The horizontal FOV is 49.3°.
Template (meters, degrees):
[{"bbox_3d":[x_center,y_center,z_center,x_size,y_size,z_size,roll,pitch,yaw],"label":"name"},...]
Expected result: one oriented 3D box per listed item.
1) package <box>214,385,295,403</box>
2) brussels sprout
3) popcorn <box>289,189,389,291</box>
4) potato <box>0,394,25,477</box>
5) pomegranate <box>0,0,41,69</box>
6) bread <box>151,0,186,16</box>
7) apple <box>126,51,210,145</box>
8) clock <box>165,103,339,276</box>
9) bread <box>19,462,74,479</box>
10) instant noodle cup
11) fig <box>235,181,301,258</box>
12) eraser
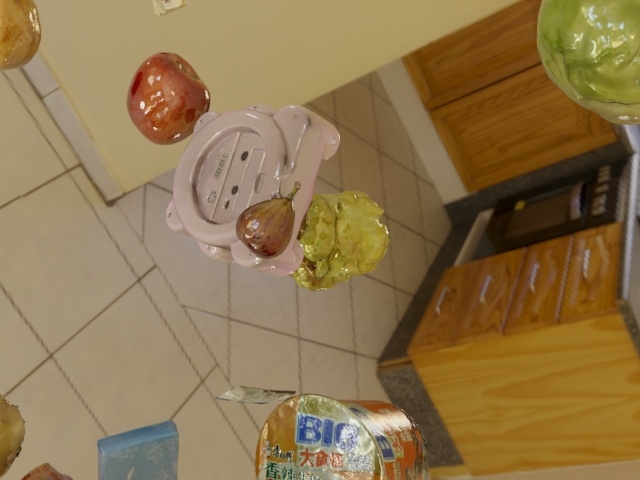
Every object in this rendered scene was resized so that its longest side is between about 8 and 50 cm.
[{"bbox_3d":[-0.180,0.423,1.901,0.171,0.173,0.027,12,65,-31],"label":"package"},{"bbox_3d":[0.472,-0.310,1.027,0.316,0.243,0.274,17,50,-5],"label":"brussels sprout"},{"bbox_3d":[0.000,0.000,1.514,0.241,0.250,0.235,24,62,-31],"label":"popcorn"},{"bbox_3d":[-0.656,0.371,1.191,0.239,0.299,0.116,59,14,-31],"label":"potato"},{"bbox_3d":[-0.708,-0.467,1.521,0.207,0.207,0.207,31,50,-45],"label":"pomegranate"},{"bbox_3d":[-0.352,-0.557,1.599,0.035,0.083,0.070,-49,126,-67],"label":"bread"},{"bbox_3d":[-0.329,-0.306,1.499,0.181,0.168,0.181,47,18,-20],"label":"apple"},{"bbox_3d":[-0.138,-0.104,1.259,0.113,0.322,0.296,21,85,-47],"label":"clock"},{"bbox_3d":[-0.532,0.528,1.154,0.114,0.295,0.328,36,80,-2],"label":"bread"},{"bbox_3d":[0.052,0.414,1.277,0.214,0.296,0.297,5,70,-53],"label":"instant noodle cup"},{"bbox_3d":[-0.067,-0.034,1.044,0.089,0.125,0.089,43,0,0],"label":"fig"},{"bbox_3d":[-0.340,0.483,1.296,0.144,0.042,0.312,-8,119,-32],"label":"eraser"}]
